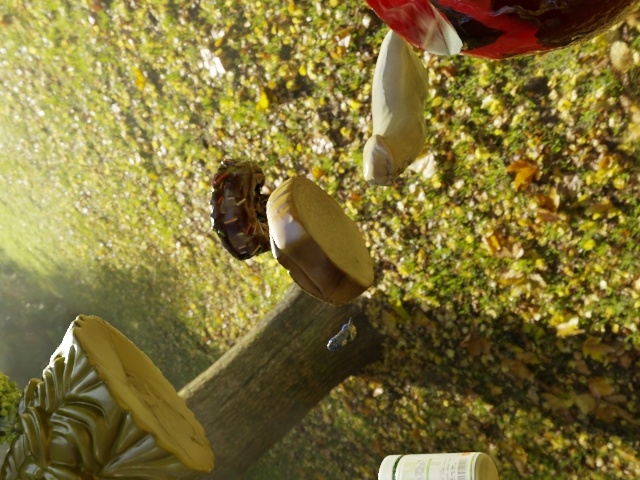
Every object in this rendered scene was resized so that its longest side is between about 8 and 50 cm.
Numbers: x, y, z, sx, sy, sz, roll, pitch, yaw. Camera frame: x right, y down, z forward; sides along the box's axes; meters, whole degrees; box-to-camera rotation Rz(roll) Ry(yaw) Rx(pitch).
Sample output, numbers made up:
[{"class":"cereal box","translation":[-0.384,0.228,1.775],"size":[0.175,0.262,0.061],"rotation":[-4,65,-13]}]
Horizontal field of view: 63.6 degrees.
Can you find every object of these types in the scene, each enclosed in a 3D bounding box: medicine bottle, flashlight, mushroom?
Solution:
[{"class":"medicine bottle","translation":[0.196,0.402,0.863],"size":[0.183,0.086,0.086],"rotation":[-19,109,37]},{"class":"flashlight","translation":[0.054,0.219,1.167],"size":[0.035,0.121,0.057],"rotation":[5,103,25]},{"class":"mushroom","translation":[0.166,-0.271,1.143],"size":[0.126,0.397,0.177],"rotation":[-7,148,27]}]

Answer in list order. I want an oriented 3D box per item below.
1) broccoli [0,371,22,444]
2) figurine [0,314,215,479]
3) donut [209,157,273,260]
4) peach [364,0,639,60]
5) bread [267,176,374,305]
[{"class":"broccoli","translation":[-0.384,0.197,0.485],"size":[0.176,0.198,0.226],"rotation":[24,161,42]},{"class":"figurine","translation":[-0.268,0.240,0.444],"size":[0.187,0.315,0.168],"rotation":[45,171,8]},{"class":"donut","translation":[-0.158,-0.068,1.153],"size":[0.096,0.216,0.230],"rotation":[-5,126,18]},{"class":"peach","translation":[0.190,-0.364,0.571],"size":[0.406,0.310,0.335],"rotation":[28,175,13]},{"class":"bread","translation":[0.000,0.000,0.847],"size":[0.070,0.236,0.236],"rotation":[-36,96,20]}]
